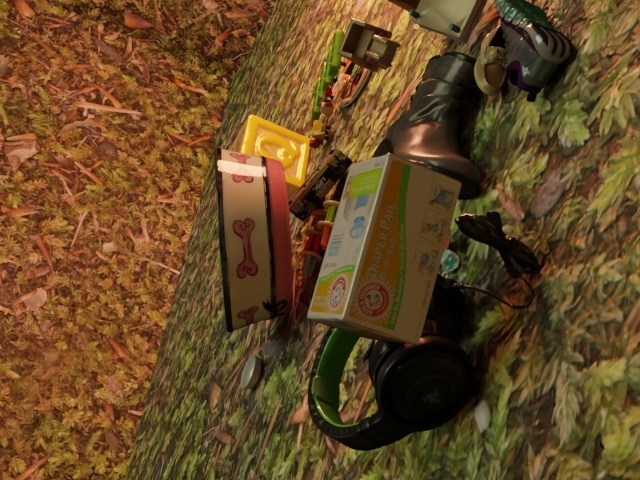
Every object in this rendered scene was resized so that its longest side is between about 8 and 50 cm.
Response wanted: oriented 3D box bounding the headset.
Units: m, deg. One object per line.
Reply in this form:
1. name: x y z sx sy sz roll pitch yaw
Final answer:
1. headset: 0.110 0.112 1.118 0.394 0.185 0.244 -37 32 31

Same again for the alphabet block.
1. alphabet block: -0.157 -0.185 2.306 0.197 0.192 0.194 129 154 -48

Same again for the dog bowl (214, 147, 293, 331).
1. dog bowl: -0.148 -0.005 1.897 0.408 0.150 0.408 176 90 -85

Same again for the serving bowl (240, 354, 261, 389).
1. serving bowl: -0.157 0.308 1.981 0.083 0.027 0.083 -56 21 35

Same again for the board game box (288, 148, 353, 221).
1. board game box: -0.006 -0.123 1.886 0.170 0.048 0.141 -50 7 1

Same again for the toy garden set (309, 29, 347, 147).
1. toy garden set: 0.025 -0.362 2.109 0.244 0.049 0.204 118 161 -64

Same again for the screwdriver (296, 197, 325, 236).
1. screwdriver: -0.026 -0.058 2.044 0.025 0.024 0.170 -44 -8 -37

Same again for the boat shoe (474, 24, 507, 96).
1. boat shoe: 0.272 -0.284 1.329 0.045 0.050 0.135 126 159 -54

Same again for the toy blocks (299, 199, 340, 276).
1. toy blocks: 0.000 0.000 1.822 0.123 0.054 0.148 -32 40 64

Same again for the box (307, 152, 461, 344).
1. box: 0.075 0.013 1.019 0.114 0.103 0.203 -5 67 68

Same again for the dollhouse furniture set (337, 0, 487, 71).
1. dollhouse furniture set: 0.235 -0.392 1.482 0.303 0.198 0.287 35 106 49

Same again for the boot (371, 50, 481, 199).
1. boot: 0.196 -0.200 1.371 0.223 0.118 0.338 -61 22 6

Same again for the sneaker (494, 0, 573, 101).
1. sneaker: 0.286 -0.288 1.244 0.224 0.083 0.098 -97 28 -56

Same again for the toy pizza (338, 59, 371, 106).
1. toy pizza: 0.088 -0.427 2.103 0.201 0.032 0.201 -57 21 35

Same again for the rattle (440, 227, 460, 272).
1. rattle: 0.166 0.007 1.343 0.199 0.142 0.130 -28 74 43

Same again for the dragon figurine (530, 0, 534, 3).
1. dragon figurine: 0.357 -0.490 1.250 0.085 0.143 0.289 151 118 -62
